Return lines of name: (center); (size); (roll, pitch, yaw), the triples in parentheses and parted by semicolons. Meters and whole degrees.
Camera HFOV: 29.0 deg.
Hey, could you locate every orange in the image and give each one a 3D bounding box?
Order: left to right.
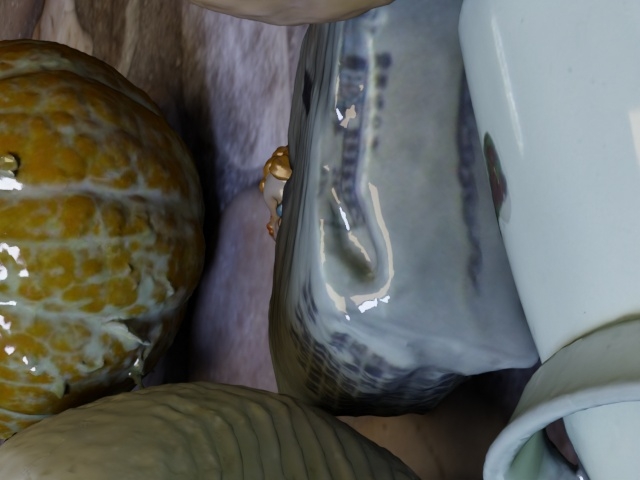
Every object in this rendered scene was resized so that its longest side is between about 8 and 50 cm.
orange: (-0.236, -0.002, 1.019); (0.329, 0.249, 0.329); (-32, 53, 55)

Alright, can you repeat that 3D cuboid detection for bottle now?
bottle: (0.169, 0.050, 0.425); (0.229, 0.229, 0.351); (-31, 60, 50)

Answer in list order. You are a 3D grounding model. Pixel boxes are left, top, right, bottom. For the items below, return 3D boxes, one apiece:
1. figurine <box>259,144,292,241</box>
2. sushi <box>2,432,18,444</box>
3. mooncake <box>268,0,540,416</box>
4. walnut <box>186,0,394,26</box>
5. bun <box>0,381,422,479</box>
figurine: (0.001, 0.000, 0.826); (0.101, 0.068, 0.143); (101, 155, -56)
sushi: (-0.114, 0.280, 0.844); (0.234, 0.208, 0.348); (-40, 58, 32)
mooncake: (0.052, -0.032, 0.664); (0.254, 0.136, 0.250); (128, 146, -77)
walnut: (-0.012, -0.225, 0.457); (0.296, 0.285, 0.285); (109, 157, -74)
bun: (-0.049, 0.250, 0.583); (0.227, 0.352, 0.349); (-39, 30, 27)
